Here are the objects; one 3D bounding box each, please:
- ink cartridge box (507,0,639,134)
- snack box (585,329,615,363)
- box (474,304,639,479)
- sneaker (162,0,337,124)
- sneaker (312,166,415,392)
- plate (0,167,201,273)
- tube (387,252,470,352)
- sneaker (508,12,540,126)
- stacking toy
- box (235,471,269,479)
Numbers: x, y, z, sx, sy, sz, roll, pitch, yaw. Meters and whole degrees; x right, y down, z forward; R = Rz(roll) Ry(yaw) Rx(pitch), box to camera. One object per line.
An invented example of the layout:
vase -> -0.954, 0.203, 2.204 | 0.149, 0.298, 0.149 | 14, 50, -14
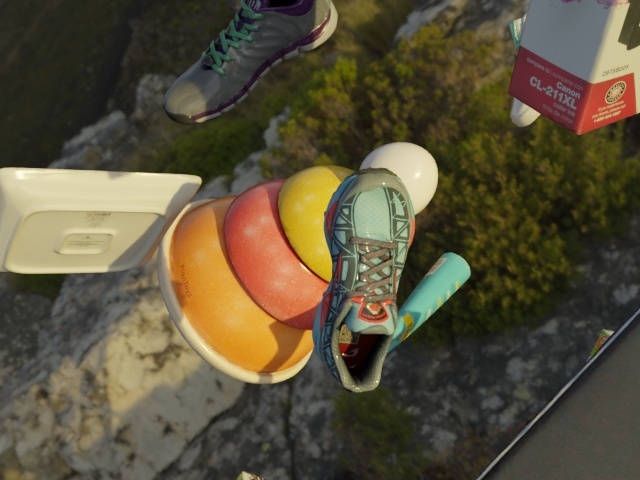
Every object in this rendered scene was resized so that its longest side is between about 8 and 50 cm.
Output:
ink cartridge box -> 0.214, -0.177, 0.615 | 0.128, 0.175, 0.072 | -21, 45, -30
snack box -> 0.344, 0.174, 0.964 | 0.141, 0.037, 0.100 | 40, 112, 50
box -> 0.206, 0.210, 0.363 | 0.183, 0.294, 0.296 | -39, 56, -23
sneaker -> -0.087, -0.220, 0.957 | 0.224, 0.098, 0.083 | -38, 57, -11
sneaker -> 0.058, 0.051, 0.974 | 0.104, 0.261, 0.125 | 0, 27, -12
plate -> -0.338, -0.014, 1.274 | 0.278, 0.277, 0.045 | -46, 51, 51
tube -> 0.140, 0.098, 1.291 | 0.052, 0.080, 0.207 | 35, 57, 20
sneaker -> 0.291, -0.261, 1.215 | 0.212, 0.094, 0.080 | -65, 12, -5
stacking toy -> 0.000, 0.000, 1.443 | 0.480, 0.351, 0.350 | -32, 33, 35
box -> -0.007, 0.361, 1.082 | 0.058, 0.232, 0.087 | -53, 27, 22
